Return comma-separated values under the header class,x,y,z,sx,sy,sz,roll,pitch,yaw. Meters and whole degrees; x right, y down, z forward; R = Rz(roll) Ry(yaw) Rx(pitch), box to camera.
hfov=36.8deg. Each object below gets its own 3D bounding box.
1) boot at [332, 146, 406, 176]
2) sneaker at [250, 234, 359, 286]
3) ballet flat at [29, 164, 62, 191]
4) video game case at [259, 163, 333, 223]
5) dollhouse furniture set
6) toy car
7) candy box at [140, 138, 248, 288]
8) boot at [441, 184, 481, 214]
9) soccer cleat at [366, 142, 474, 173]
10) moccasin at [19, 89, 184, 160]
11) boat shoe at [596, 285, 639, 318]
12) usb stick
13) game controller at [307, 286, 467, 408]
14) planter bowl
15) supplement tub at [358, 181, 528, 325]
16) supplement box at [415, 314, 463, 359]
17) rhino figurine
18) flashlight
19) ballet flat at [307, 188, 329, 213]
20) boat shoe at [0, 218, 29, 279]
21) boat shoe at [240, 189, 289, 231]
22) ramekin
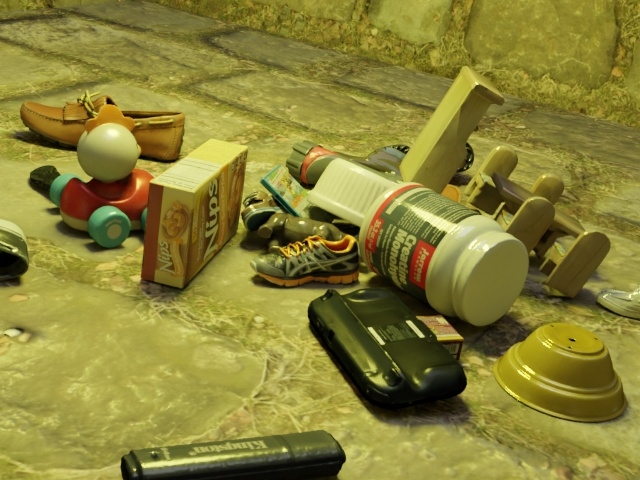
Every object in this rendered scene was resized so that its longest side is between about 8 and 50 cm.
class,x,y,z,sx,sy,sz,roll,pitch,yaw
boot,0.126,-0.179,2.308,0.219,0.082,0.106,26,53,13
sneaker,-0.026,0.031,1.768,0.214,0.083,0.084,-3,26,-25
ballet flat,-0.552,-0.117,1.979,0.057,0.049,0.173,-35,37,-23
video game case,-0.048,-0.081,2.001,0.166,0.015,0.119,46,24,-3
dollhouse furniture set,0.399,-0.138,1.977,0.394,0.256,0.362,29,19,-11
toy car,-0.384,-0.140,1.826,0.210,0.238,0.219,-7,28,-37
candy box,-0.226,-0.059,1.766,0.087,0.183,0.316,12,22,8
boot,0.254,-0.073,2.163,0.152,0.073,0.197,-6,24,-24
soccer cleat,0.236,-0.193,2.437,0.318,0.109,0.116,-11,1,-28
moccasin,-0.508,-0.285,2.250,0.379,0.147,0.139,10,22,1
boat shoe,0.630,0.119,1.855,0.184,0.063,0.066,19,24,21
usb stick,-0.103,0.274,1.187,0.278,0.045,0.077,-1,25,-24
game controller,0.100,0.162,1.521,0.166,0.067,0.319,1,24,-23
planter bowl,0.393,0.193,1.539,0.217,0.090,0.217,9,22,-4
supplement tub,0.219,0.022,1.747,0.191,0.191,0.272,-9,28,-39
supplement box,0.192,0.161,1.591,0.055,0.043,0.083,0,25,-21
rhino figurine,0.000,0.000,1.869,0.243,0.073,0.106,11,21,-2
flashlight,0.066,-0.137,2.215,0.304,0.103,0.103,27,25,26
ballet flat,0.024,-0.090,2.103,0.203,0.074,0.074,1,23,-20
boat shoe,-0.620,0.011,1.532,0.306,0.113,0.105,15,23,-31
boat shoe,-0.124,-0.062,1.926,0.066,0.066,0.183,54,12,9
ramekin,0.086,-0.087,1.973,0.207,0.109,0.207,26,3,-1
